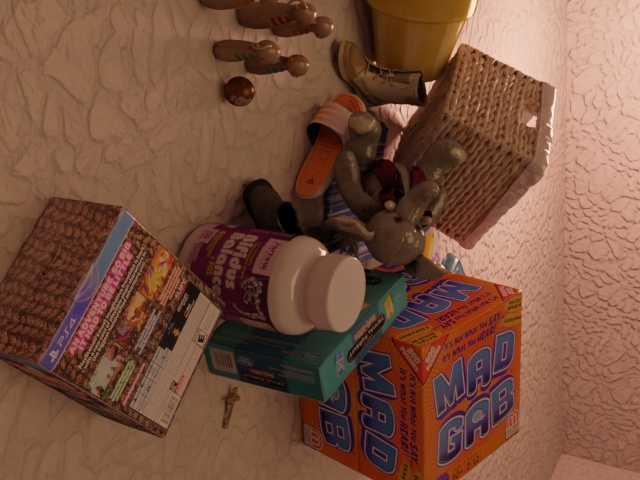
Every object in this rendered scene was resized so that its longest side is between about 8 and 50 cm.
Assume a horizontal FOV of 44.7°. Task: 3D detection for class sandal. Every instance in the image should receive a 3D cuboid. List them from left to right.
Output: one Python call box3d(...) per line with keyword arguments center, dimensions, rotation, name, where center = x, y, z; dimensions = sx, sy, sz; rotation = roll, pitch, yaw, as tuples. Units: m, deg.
box3d(center=(0.000, 0.000, 1.691), dimensions=(0.180, 0.049, 0.072), rotation=(-17, 97, -53), name="sandal")
box3d(center=(0.014, -0.210, 1.616), dimensions=(0.265, 0.102, 0.076), rotation=(-67, 149, -20), name="sandal")

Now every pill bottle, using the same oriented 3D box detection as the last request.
box3d(center=(-0.083, 0.067, 1.323), dimensions=(0.169, 0.302, 0.169), rotation=(-20, 114, -56), name="pill bottle")

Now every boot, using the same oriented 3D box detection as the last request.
box3d(center=(-0.064, 0.010, 1.469), dimensions=(0.083, 0.161, 0.246), rotation=(-31, 126, -11), name="boot")
box3d(center=(0.140, -0.366, 1.722), dimensions=(0.213, 0.165, 0.077), rotation=(48, 56, -54), name="boot")

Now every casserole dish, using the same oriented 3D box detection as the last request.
box3d(center=(0.418, 0.122, 2.432), dimensions=(0.114, 0.037, 0.188), rotation=(-62, 145, -28), name="casserole dish")

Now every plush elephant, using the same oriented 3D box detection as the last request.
box3d(center=(0.148, -0.062, 1.548), dimensions=(0.272, 0.255, 0.330), rotation=(21, 107, -24), name="plush elephant")

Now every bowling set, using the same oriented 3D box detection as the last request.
box3d(center=(-0.083, -0.332, 1.373), dimensions=(0.287, 0.154, 0.199), rotation=(-3, 100, -58), name="bowling set")

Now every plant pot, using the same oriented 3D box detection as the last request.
box3d(center=(0.221, -0.502, 1.774), dimensions=(0.254, 0.254, 0.239), rotation=(-44, 149, -46), name="plant pot")

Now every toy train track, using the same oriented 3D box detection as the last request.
box3d(center=(-0.178, 0.324, 1.513), dimensions=(0.048, 0.014, 0.083), rotation=(13, 92, -66), name="toy train track")

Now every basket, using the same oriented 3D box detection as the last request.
box3d(center=(0.352, -0.226, 1.842), dimensions=(0.331, 0.266, 0.328), rotation=(-55, -170, 47), name="basket")

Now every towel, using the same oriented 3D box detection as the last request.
box3d(center=(0.086, -0.103, 1.823), dimensions=(0.243, 0.040, 0.336), rotation=(-18, 113, -56), name="towel")

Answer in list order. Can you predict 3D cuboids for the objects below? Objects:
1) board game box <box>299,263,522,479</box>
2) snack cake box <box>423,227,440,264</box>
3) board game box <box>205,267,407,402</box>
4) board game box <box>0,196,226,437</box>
box3d(center=(0.195, 0.286, 1.725), dimensions=(0.356, 0.356, 0.356), rotation=(-21, 115, -41), name="board game box")
box3d(center=(0.254, 0.065, 2.093), dimensions=(0.152, 0.089, 0.264), rotation=(-33, 125, -51), name="snack cake box")
box3d(center=(-0.019, 0.159, 1.499), dimensions=(0.336, 0.254, 0.079), rotation=(-40, 130, -48), name="board game box")
box3d(center=(-0.303, 0.116, 1.126), dimensions=(0.291, 0.141, 0.232), rotation=(54, 52, -50), name="board game box")
